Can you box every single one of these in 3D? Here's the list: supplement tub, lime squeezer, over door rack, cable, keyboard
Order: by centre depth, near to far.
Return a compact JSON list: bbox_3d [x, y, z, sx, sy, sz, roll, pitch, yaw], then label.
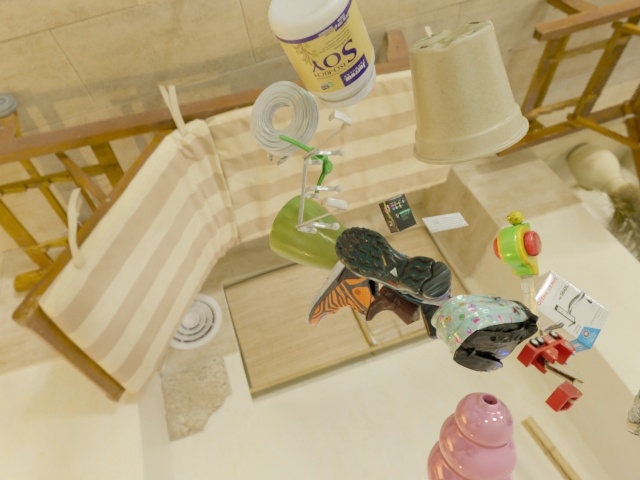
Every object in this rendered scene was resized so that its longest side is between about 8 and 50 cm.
[{"bbox_3d":[0.023,-0.158,1.137,0.108,0.239,0.324,7,169,-15],"label":"over door rack"},{"bbox_3d":[0.021,-0.579,1.253,0.241,0.241,0.331,-31,146,9],"label":"supplement tub"},{"bbox_3d":[-0.023,-0.265,1.418,0.110,0.058,0.310,-4,150,22],"label":"lime squeezer"},{"bbox_3d":[-0.133,-0.431,1.504,0.257,0.257,0.089,-30,167,19],"label":"cable"},{"bbox_3d":[0.533,-0.078,1.806,0.256,0.072,0.014,-9,156,-37],"label":"keyboard"}]

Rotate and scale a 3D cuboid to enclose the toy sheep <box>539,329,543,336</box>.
[{"bbox_3d":[0.720,0.250,1.400,0.091,0.132,0.091,-2,156,-1],"label":"toy sheep"}]

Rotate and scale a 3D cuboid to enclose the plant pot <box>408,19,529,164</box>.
[{"bbox_3d":[0.392,-0.430,1.209,0.334,0.334,0.305,-24,119,-1],"label":"plant pot"}]

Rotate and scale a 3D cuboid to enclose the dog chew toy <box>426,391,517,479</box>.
[{"bbox_3d":[0.375,0.509,1.028,0.207,0.206,0.331,-7,115,-23],"label":"dog chew toy"}]

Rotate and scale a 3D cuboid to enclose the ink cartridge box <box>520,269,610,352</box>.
[{"bbox_3d":[0.729,0.212,1.279,0.148,0.203,0.086,-48,168,-19],"label":"ink cartridge box"}]

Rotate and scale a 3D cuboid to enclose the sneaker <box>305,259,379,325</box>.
[{"bbox_3d":[0.077,0.208,1.405,0.124,0.180,0.321,-43,166,-52],"label":"sneaker"}]

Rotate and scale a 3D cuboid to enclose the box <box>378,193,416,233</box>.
[{"bbox_3d":[0.192,-0.067,1.059,0.052,0.083,0.062,-23,-179,-13],"label":"box"}]

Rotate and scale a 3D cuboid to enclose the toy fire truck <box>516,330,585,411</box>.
[{"bbox_3d":[0.480,0.258,0.859,0.192,0.135,0.047,-4,125,-37],"label":"toy fire truck"}]

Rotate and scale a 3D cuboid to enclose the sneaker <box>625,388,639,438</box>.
[{"bbox_3d":[0.785,0.399,0.983,0.110,0.122,0.283,0,165,27],"label":"sneaker"}]

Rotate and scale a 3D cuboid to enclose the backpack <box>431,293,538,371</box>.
[{"bbox_3d":[0.306,0.173,0.818,0.182,0.115,0.152,6,120,-32],"label":"backpack"}]

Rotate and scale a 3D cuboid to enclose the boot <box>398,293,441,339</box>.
[{"bbox_3d":[0.403,0.279,1.654,0.247,0.207,0.094,-4,148,-11],"label":"boot"}]

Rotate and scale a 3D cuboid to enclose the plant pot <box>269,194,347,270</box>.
[{"bbox_3d":[0.000,0.000,1.666,0.275,0.293,0.274,-41,147,-35],"label":"plant pot"}]

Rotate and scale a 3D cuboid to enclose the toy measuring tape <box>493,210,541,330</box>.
[{"bbox_3d":[0.537,0.076,1.147,0.121,0.330,0.121,0,167,0],"label":"toy measuring tape"}]

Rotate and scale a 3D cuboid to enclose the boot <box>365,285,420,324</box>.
[{"bbox_3d":[0.172,0.175,1.006,0.037,0.114,0.106,13,107,-56],"label":"boot"}]

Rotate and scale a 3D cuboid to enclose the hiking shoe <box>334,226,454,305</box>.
[{"bbox_3d":[0.160,0.071,0.974,0.113,0.304,0.132,-53,143,-11],"label":"hiking shoe"}]
